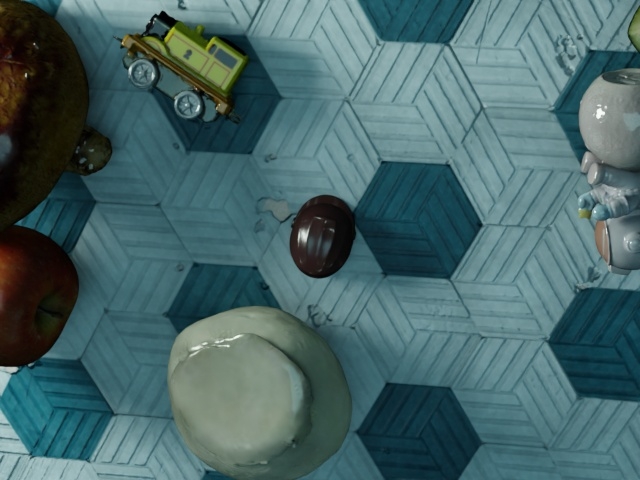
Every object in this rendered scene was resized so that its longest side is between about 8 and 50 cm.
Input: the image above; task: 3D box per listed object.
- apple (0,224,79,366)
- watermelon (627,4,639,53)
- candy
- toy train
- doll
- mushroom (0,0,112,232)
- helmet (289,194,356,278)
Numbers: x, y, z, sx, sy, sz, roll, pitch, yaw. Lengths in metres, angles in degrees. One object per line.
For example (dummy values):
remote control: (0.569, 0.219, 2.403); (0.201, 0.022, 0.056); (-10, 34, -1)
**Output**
apple: (-0.485, 0.074, 1.871); (0.229, 0.230, 0.230); (2, 107, 7)
watermelon: (0.513, -0.305, 1.683); (0.193, 0.145, 0.137); (17, 136, -5)
candy: (-0.090, 0.229, 1.878); (0.295, 0.185, 0.296); (6, 105, 23)
toy train: (-0.192, -0.251, 1.803); (0.219, 0.089, 0.127); (34, 97, -2)
doll: (0.429, -0.088, 1.738); (0.150, 0.151, 0.287); (-1, 110, 8)
mushroom: (-0.487, -0.184, 1.788); (0.345, 0.345, 0.239); (14, 151, 4)
helmet: (0.000, 0.000, 1.856); (0.098, 0.070, 0.123); (11, 109, 5)
